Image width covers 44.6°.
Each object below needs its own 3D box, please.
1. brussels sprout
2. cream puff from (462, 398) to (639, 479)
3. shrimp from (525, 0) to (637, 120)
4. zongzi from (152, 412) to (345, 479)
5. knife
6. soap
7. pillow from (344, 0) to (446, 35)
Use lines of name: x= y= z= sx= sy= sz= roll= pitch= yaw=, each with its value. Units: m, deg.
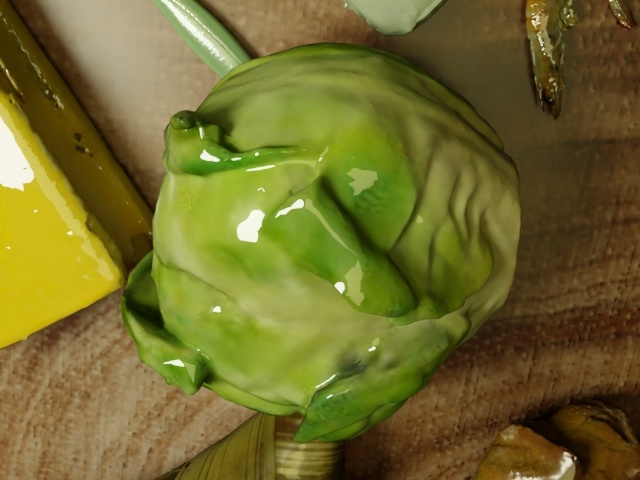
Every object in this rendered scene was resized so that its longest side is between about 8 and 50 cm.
brussels sprout: x=0.000 y=0.001 z=0.548 sx=0.295 sy=0.227 sz=0.259 roll=-7 pitch=124 yaw=-5
cream puff: x=0.210 y=0.264 z=0.669 sx=0.269 sy=0.155 sz=0.241 roll=-43 pitch=94 yaw=-1
shrimp: x=0.198 y=-0.149 z=0.592 sx=0.083 sy=0.023 sz=0.114 roll=-6 pitch=105 yaw=1
zongzi: x=-0.105 y=0.213 z=0.661 sx=0.286 sy=0.134 sz=0.288 roll=4 pitch=107 yaw=-13
knife: x=-0.139 y=-0.200 z=0.584 sx=0.043 sy=0.020 sz=0.293 roll=-41 pitch=103 yaw=15
soap: x=-0.292 y=-0.074 z=0.591 sx=0.204 sy=0.096 sz=0.324 roll=-27 pitch=106 yaw=11
pillow: x=0.014 y=-0.307 z=0.472 sx=0.322 sy=0.119 sz=0.255 roll=42 pitch=126 yaw=-11
